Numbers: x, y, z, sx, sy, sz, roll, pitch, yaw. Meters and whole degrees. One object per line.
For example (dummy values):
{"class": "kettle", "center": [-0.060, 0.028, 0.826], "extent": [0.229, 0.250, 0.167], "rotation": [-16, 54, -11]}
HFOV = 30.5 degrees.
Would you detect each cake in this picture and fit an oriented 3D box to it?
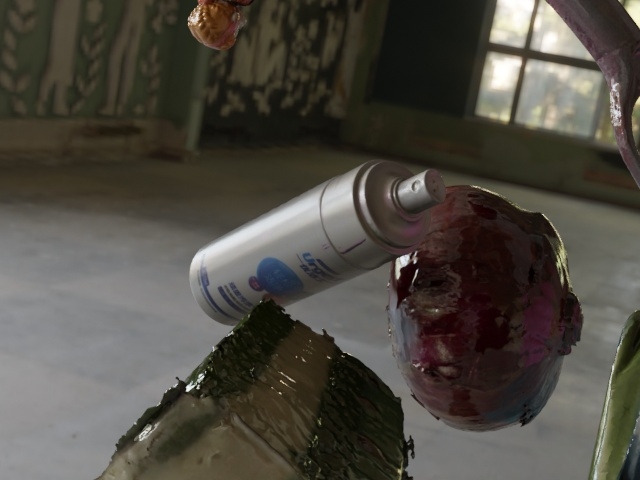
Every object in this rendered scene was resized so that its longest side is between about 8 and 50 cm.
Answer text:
{"class": "cake", "center": [-0.050, 0.154, 0.748], "extent": [0.158, 0.172, 0.283], "rotation": [41, 12, -2]}

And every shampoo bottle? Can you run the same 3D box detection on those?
{"class": "shampoo bottle", "center": [0.000, 0.000, 1.064], "extent": [0.092, 0.092, 0.303], "rotation": [1, -17, -41]}

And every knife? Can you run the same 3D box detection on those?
{"class": "knife", "center": [0.200, -0.175, 0.880], "extent": [0.123, 0.278, 0.053], "rotation": [-34, -7, -35]}

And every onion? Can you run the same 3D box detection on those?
{"class": "onion", "center": [0.159, 0.069, 1.143], "extent": [0.190, 0.246, 0.246], "rotation": [-1, 6, 22]}

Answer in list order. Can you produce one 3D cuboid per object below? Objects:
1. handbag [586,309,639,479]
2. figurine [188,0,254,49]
{"class": "handbag", "center": [0.282, 0.170, 0.632], "extent": [0.241, 0.263, 0.222], "rotation": [1, -29, 37]}
{"class": "figurine", "center": [-0.066, -0.204, 0.943], "extent": [0.047, 0.109, 0.064], "rotation": [40, -9, -32]}
